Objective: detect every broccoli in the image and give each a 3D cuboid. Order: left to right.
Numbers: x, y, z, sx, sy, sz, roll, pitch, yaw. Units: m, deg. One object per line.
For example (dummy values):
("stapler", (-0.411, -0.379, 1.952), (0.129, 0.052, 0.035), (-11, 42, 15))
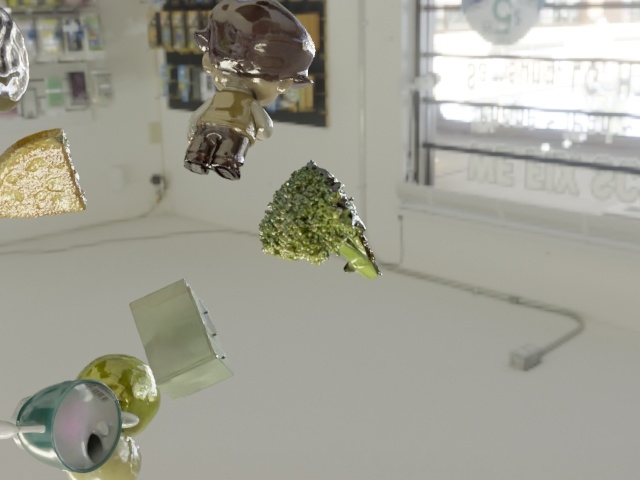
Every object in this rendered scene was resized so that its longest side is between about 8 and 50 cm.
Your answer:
("broccoli", (-0.016, -0.002, 1.686), (0.180, 0.272, 0.242), (-32, -160, -13))

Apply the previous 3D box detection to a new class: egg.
("egg", (-0.486, 0.496, 1.937), (0.164, 0.201, 0.164), (-9, -127, 13))

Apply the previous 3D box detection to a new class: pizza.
("pizza", (-0.759, -0.178, 2.244), (0.258, 0.268, 0.087), (-5, -133, -3))

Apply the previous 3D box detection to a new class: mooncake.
("mooncake", (-0.858, -0.456, 2.175), (0.156, 0.284, 0.284), (-4, -166, 16))

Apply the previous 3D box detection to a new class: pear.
("pear", (-0.489, 0.377, 2.090), (0.213, 0.212, 0.269), (-2, 175, -4))

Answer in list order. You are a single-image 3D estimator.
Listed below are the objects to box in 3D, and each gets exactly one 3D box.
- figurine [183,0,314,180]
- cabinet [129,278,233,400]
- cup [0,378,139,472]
("figurine", (-0.137, -0.288, 1.657), (0.218, 0.364, 0.206), (10, 174, 28))
("cabinet", (-0.308, 0.220, 1.930), (0.150, 0.206, 0.145), (-24, 154, -1))
("cup", (-0.487, 0.345, 1.619), (0.173, 0.167, 0.300), (-8, 169, 37))
